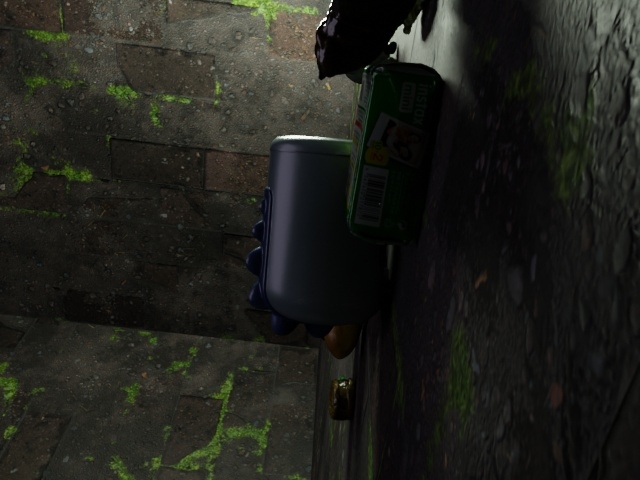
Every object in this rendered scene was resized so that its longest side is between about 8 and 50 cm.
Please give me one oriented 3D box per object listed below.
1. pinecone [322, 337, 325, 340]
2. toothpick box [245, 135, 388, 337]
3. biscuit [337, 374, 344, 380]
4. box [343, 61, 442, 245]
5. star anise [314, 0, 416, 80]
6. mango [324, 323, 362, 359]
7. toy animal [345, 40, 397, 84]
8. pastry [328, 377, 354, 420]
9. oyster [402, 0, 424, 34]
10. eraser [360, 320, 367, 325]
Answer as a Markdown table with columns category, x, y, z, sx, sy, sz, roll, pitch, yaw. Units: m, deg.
| category | x | y | z | sx | sy | sz | roll | pitch | yaw |
| --- | --- | --- | --- | --- | --- | --- | --- | --- | --- |
| pinecone | 0.040 | 0.187 | 1.685 | 0.120 | 0.140 | 0.140 | 13 | 98 | 56 |
| toothpick box | 0.000 | 0.000 | 1.201 | 0.263 | 0.263 | 0.355 | -97 | 12 | -85 |
| biscuit | 0.057 | 0.418 | 1.948 | 0.089 | 0.016 | 0.046 | 100 | 176 | -71 |
| box | 0.099 | -0.132 | 0.974 | 0.180 | 0.103 | 0.250 | -92 | 10 | -74 |
| star anise | 0.084 | -0.347 | 0.908 | 0.315 | 0.108 | 0.315 | -56 | -4 | -5 |
| mango | 0.056 | 0.166 | 1.547 | 0.141 | 0.102 | 0.217 | 141 | 138 | -60 |
| toy animal | 0.108 | -0.408 | 1.542 | 0.108 | 0.138 | 0.236 | 63 | 180 | -8 |
| pastry | 0.050 | 0.375 | 1.590 | 0.097 | 0.057 | 0.109 | -88 | 3 | -54 |
| oyster | 0.154 | -0.411 | 1.120 | 0.122 | 0.045 | 0.146 | -90 | -1 | -52 |
| eraser | 0.096 | 0.158 | 1.460 | 0.099 | 0.019 | 0.027 | 101 | 176 | -61 |
